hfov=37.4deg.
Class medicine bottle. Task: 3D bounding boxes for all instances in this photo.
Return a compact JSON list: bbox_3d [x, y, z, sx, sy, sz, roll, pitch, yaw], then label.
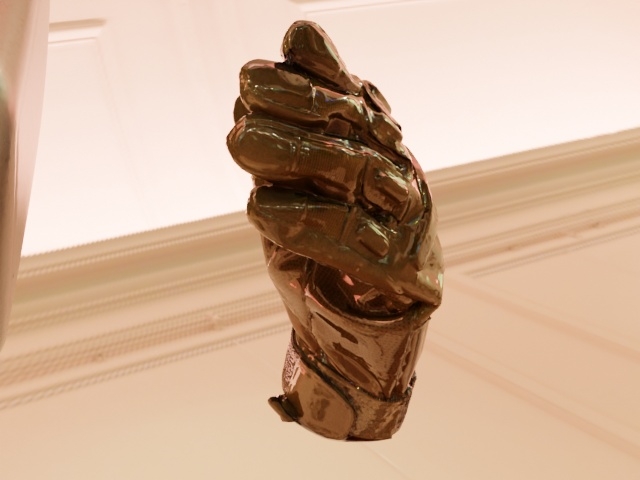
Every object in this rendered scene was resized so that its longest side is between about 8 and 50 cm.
[{"bbox_3d":[-0.259,-0.105,0.667,0.123,0.375,0.282,4,-48,-15],"label":"medicine bottle"}]

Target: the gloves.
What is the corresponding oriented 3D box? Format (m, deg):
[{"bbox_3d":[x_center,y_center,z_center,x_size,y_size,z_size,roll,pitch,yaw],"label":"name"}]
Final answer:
[{"bbox_3d":[0.016,0.000,0.682,0.141,0.154,0.331,-5,-55,0],"label":"gloves"}]
